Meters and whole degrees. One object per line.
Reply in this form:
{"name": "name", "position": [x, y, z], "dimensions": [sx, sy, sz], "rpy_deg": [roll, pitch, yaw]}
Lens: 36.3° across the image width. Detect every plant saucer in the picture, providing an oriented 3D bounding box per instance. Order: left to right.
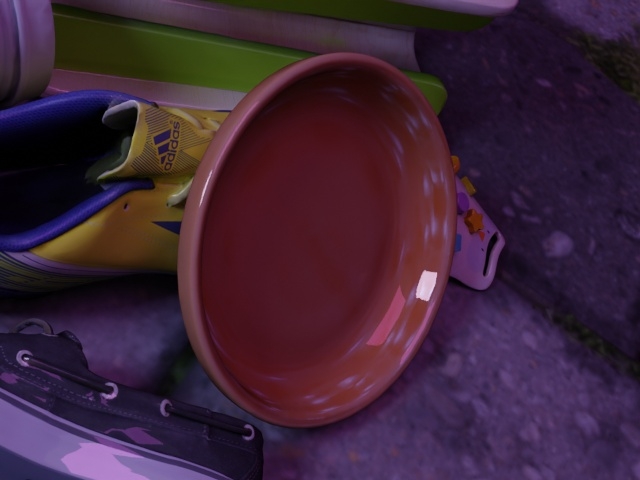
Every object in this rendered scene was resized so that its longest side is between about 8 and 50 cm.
{"name": "plant saucer", "position": [0.000, 0.000, 0.524], "dimensions": [0.200, 0.037, 0.200], "rpy_deg": [-14, 109, -44]}

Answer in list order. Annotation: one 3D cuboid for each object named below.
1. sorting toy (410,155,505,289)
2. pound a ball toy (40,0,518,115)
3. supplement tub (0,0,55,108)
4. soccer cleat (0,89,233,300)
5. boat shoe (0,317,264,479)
{"name": "sorting toy", "position": [0.090, -0.008, 0.634], "dimensions": [0.075, 0.045, 0.083], "rpy_deg": [41, 51, -22]}
{"name": "pound a ball toy", "position": [0.001, -0.182, 0.583], "dimensions": [0.319, 0.208, 0.136], "rpy_deg": [3, 52, -23]}
{"name": "supplement tub", "position": [-0.245, -0.103, 0.463], "dimensions": [0.200, 0.144, 0.144], "rpy_deg": [-22, 73, -33]}
{"name": "soccer cleat", "position": [-0.075, -0.034, 0.515], "dimensions": [0.289, 0.121, 0.093], "rpy_deg": [-12, 68, -30]}
{"name": "boat shoe", "position": [-0.127, 0.077, 0.457], "dimensions": [0.228, 0.080, 0.076], "rpy_deg": [23, 49, -13]}
